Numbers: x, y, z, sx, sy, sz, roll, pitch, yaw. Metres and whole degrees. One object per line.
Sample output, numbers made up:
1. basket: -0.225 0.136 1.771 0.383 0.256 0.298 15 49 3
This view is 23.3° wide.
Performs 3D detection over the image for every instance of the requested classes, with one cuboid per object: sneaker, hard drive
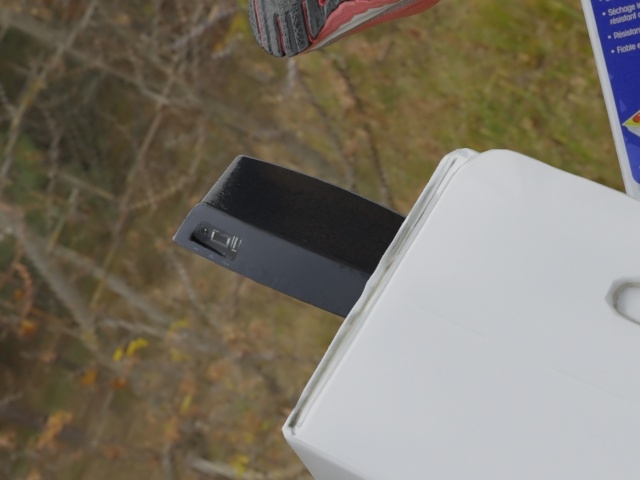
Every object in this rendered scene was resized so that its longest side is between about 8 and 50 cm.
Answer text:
1. sneaker: 0.051 -0.256 1.608 0.314 0.136 0.116 -13 80 48
2. hard drive: 0.000 0.000 1.536 0.172 0.255 0.054 -57 -12 -60

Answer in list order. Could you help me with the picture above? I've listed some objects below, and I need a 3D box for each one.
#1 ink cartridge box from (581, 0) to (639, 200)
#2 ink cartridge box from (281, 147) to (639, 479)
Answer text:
1. ink cartridge box: 0.275 -0.170 1.090 0.069 0.176 0.371 -58 -47 -67
2. ink cartridge box: 0.142 0.123 0.602 0.129 0.223 0.307 -57 -28 -17
